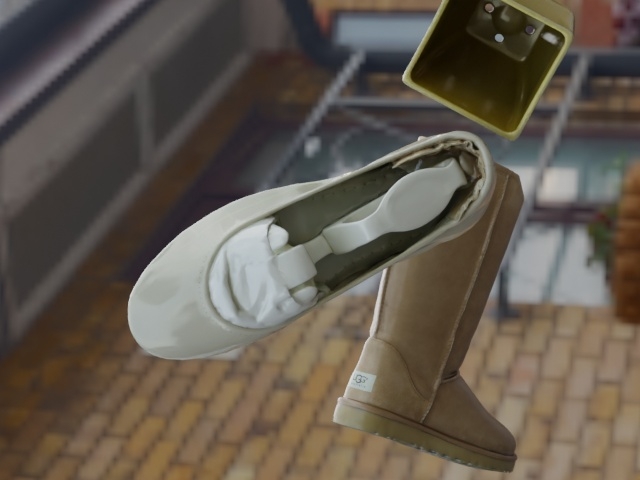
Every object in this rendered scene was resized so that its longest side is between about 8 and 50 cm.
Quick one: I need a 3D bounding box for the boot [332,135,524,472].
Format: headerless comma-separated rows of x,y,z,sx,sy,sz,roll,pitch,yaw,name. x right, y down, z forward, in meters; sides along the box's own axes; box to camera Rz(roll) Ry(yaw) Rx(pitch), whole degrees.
0.137,0.067,1.834,0.236,0.089,0.269,23,-97,-47,boot

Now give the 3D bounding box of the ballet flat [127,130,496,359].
0.000,0.000,1.204,0.086,0.248,0.086,57,167,22,ballet flat

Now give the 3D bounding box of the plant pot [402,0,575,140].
0.111,-0.126,1.244,0.081,0.081,0.083,-62,-3,27,plant pot
